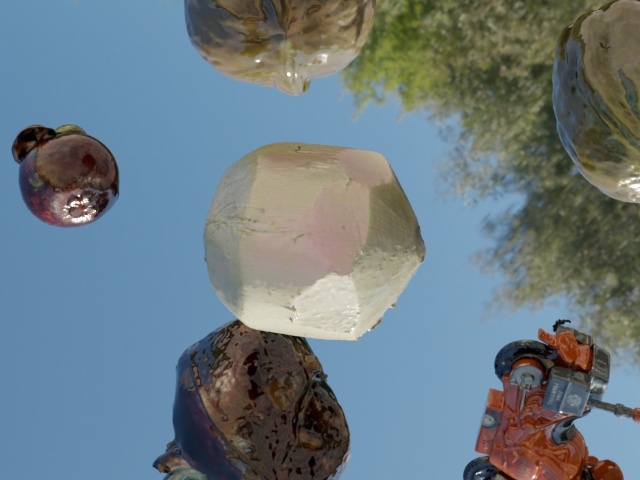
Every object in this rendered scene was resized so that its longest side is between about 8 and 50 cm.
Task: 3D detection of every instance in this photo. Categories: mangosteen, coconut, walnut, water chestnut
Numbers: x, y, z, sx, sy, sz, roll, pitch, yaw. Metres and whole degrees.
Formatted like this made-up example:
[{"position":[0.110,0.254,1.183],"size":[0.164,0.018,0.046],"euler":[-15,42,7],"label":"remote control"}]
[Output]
[{"position":[-0.374,-0.111,1.438],"size":[0.146,0.156,0.181],"euler":[-13,-131,3],"label":"mangosteen"},{"position":[0.000,0.002,1.066],"size":[0.230,0.227,0.227],"euler":[8,-151,13],"label":"coconut"},{"position":[-0.052,-0.303,1.233],"size":[0.248,0.248,0.248],"euler":[26,-146,-19],"label":"walnut"},{"position":[-0.129,0.311,1.589],"size":[0.335,0.347,0.335],"euler":[60,-176,-6],"label":"water chestnut"},{"position":[0.429,-0.187,1.277],"size":[0.283,0.227,0.283],"euler":[23,-136,-24],"label":"walnut"}]

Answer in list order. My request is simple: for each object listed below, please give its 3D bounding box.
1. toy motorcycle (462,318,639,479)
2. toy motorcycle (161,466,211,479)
[{"position":[0.332,0.273,1.352],"size":[0.221,0.326,0.148],"euler":[13,-147,8],"label":"toy motorcycle"},{"position":[-0.123,0.367,0.939],"size":[0.206,0.154,0.260],"euler":[-61,-42,-39],"label":"toy motorcycle"}]
